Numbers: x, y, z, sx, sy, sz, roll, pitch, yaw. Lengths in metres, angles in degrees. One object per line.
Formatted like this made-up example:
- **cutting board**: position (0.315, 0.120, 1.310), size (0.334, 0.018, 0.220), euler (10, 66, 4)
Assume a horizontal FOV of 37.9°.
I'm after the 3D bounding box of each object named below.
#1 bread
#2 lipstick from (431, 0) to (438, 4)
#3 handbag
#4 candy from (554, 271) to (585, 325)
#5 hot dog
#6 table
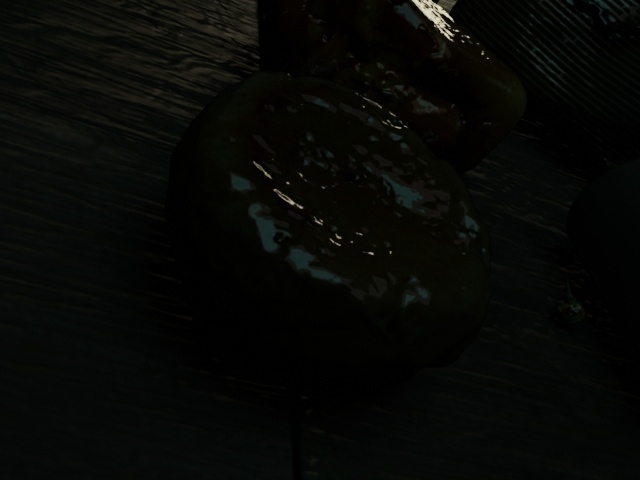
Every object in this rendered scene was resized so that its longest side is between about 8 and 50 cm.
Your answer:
- **bread**: position (0.000, 0.000, 0.607), size (0.230, 0.123, 0.230), euler (22, 42, -21)
- **lipstick**: position (0.074, -0.279, 1.046), size (0.158, 0.048, 0.048), euler (-17, 59, -47)
- **handbag**: position (0.334, -0.238, 1.040), size (0.340, 0.240, 0.247), euler (42, 30, 14)
- **candy**: position (0.213, 0.047, 0.806), size (0.023, 0.025, 0.083), euler (55, 22, -18)
- **hot dog**: position (0.045, -0.161, 0.810), size (0.256, 0.150, 0.153), euler (45, 28, 14)
- **table**: position (0.306, 0.046, 0.785), size (0.126, 0.126, 0.220), euler (11, 41, -28)
